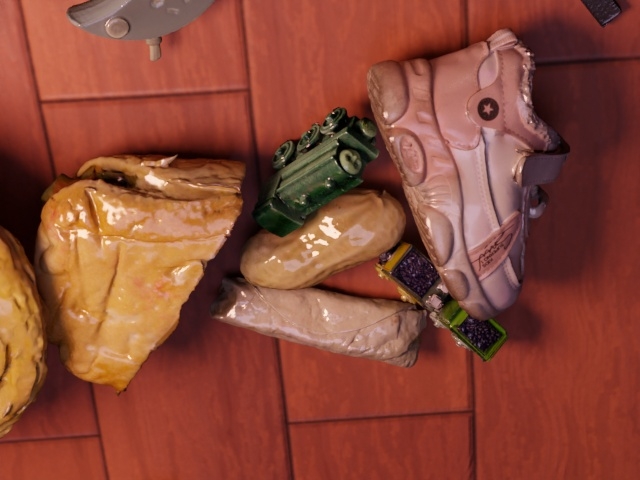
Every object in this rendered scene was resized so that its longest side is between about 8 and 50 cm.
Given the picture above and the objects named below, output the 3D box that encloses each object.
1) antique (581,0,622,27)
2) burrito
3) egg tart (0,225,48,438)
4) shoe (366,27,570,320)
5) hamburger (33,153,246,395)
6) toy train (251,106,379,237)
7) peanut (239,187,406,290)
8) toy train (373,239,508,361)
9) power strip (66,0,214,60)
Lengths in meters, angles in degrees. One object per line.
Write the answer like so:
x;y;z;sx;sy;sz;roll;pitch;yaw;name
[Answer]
0.271;-0.314;1.726;0.031;0.015;0.192;-36;116;18;antique
-0.001;0.096;1.947;0.275;0.059;0.082;13;81;-7;burrito
-0.507;0.060;1.826;0.443;0.178;0.443;7;123;11;egg tart
0.195;-0.072;1.785;0.198;0.172;0.351;-22;124;4;shoe
-0.239;0.002;1.828;0.209;0.162;0.330;27;121;-13;hamburger
-0.003;-0.081;1.796;0.071;0.111;0.170;37;137;-24;toy train
0.000;0.000;1.871;0.214;0.090;0.098;-26;140;14;peanut
0.150;0.073;1.918;0.202;0.081;0.060;41;84;-22;toy train
-0.178;-0.307;1.680;0.167;0.054;0.253;6;124;-20;power strip
